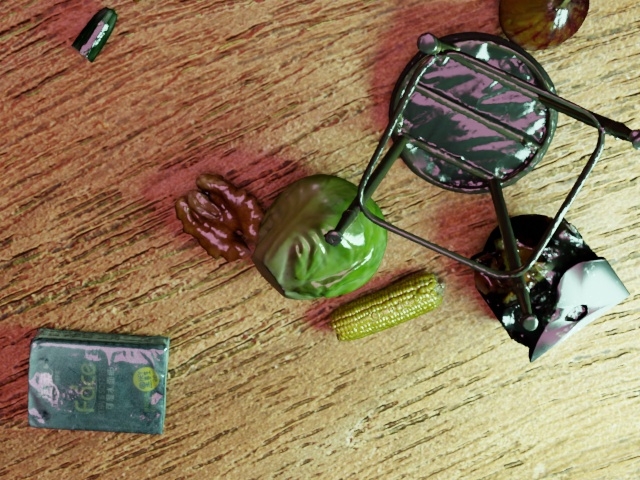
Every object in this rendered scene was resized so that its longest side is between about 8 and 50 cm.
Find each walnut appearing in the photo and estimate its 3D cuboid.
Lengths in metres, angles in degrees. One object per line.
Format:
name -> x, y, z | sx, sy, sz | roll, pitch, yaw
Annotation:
walnut -> -0.180, -0.046, 1.948 | 0.143, 0.069, 0.170 | -44, 100, 10

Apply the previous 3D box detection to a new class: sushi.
sushi -> 0.393, 0.057, 1.915 | 0.215, 0.227, 0.212 | -34, 104, 6

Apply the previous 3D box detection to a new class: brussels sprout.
brussels sprout -> 0.000, 0.000, 1.903 | 0.244, 0.244, 0.244 | -1, 104, -2

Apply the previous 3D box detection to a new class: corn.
corn -> 0.128, 0.128, 2.000 | 0.238, 0.080, 0.080 | -24, 104, 4

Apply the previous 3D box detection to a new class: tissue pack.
tissue pack -> -0.423, 0.270, 2.012 | 0.257, 0.081, 0.185 | 4, 104, -5

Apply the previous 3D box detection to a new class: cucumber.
cucumber -> -0.399, -0.370, 1.868 | 0.048, 0.048, 0.105 | 34, 98, -10

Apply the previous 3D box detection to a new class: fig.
fig -> 0.407, -0.414, 1.833 | 0.149, 0.202, 0.148 | -52, 119, -25

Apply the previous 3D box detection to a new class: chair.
chair -> 0.261, -0.155, 1.741 | 0.365, 0.410, 0.361 | 24, 114, -4
